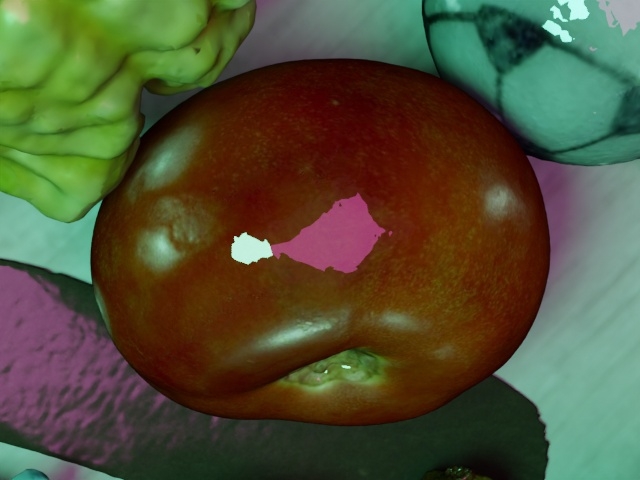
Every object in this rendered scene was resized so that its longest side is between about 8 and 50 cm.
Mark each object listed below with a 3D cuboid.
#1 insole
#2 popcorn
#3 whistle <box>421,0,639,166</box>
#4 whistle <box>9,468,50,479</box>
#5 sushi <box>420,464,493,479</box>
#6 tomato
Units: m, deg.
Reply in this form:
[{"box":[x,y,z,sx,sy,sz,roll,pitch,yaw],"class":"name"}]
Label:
[{"box":[-0.038,0.081,0.894,0.328,0.007,0.111,16,91,-19],"class":"insole"},{"box":[-0.123,-0.135,0.726,0.256,0.195,0.255,-38,105,-45],"class":"popcorn"},{"box":[0.150,-0.094,0.852,0.290,0.163,0.163,24,90,-19],"class":"whistle"},{"box":[-0.207,0.206,0.814,0.274,0.093,0.186,-50,135,-3],"class":"whistle"},{"box":[0.066,0.160,0.905,0.061,0.060,0.118,-25,116,-14],"class":"sushi"},{"box":[0.000,0.000,0.805,0.195,0.195,0.136,2,65,-18],"class":"tomato"}]
